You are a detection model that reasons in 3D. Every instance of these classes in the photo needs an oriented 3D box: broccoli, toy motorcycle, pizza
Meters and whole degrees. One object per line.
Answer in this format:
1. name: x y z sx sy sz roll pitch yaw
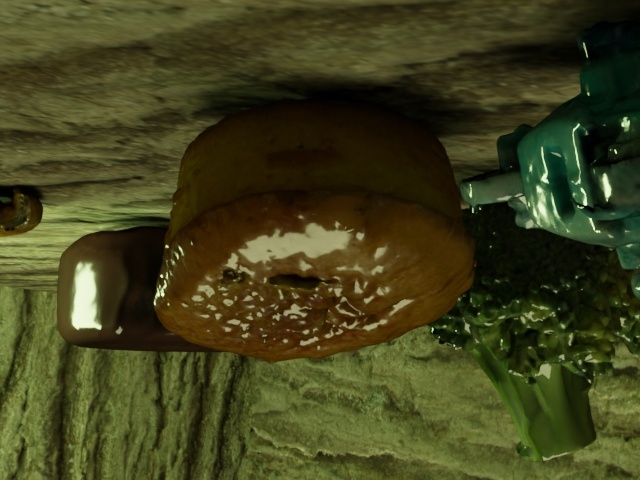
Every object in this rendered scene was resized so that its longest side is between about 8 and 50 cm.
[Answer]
1. broccoli: 0.212 0.058 1.151 0.288 0.260 0.235 -12 148 -47
2. toy motorcycle: 0.201 -0.051 0.649 0.206 0.154 0.260 -17 -175 -12
3. pizza: -0.426 -0.032 1.534 0.134 0.056 0.271 5 175 -22

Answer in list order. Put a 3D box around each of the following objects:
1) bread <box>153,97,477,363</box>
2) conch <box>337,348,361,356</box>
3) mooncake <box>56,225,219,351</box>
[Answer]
1. bread: 0.000 0.000 0.933 0.268 0.146 0.268 -2 153 -1
2. conch: 0.028 0.029 1.349 0.178 0.163 0.245 -10 156 -47
3. mooncake: -0.214 0.068 1.717 0.325 0.174 0.334 1 169 5
